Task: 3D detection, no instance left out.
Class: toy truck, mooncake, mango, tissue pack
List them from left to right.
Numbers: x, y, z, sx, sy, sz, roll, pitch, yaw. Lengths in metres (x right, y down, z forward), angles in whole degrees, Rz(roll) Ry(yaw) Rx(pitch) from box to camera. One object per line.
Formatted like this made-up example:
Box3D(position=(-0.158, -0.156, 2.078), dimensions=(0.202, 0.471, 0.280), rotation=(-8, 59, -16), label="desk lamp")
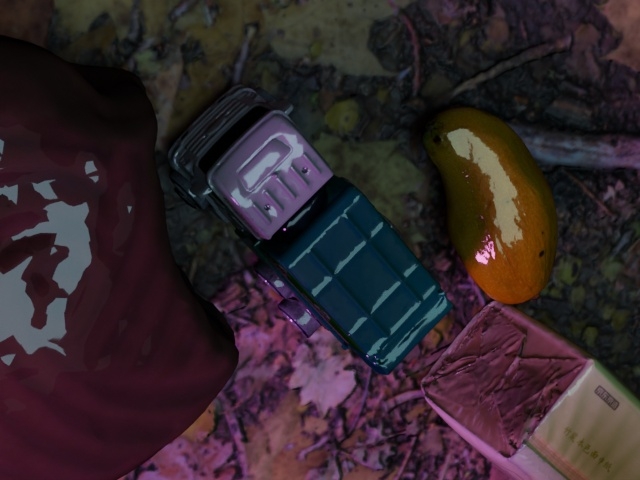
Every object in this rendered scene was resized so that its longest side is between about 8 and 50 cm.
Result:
Box3D(position=(-0.202, 0.031, 0.889), dimensions=(0.333, 0.174, 0.326), rotation=(12, 99, -26), label="mooncake")
Box3D(position=(0.000, 0.000, 0.999), dimensions=(0.114, 0.124, 0.253), rotation=(-46, 121, -7), label="toy truck")
Box3D(position=(0.146, -0.030, 1.081), dimensions=(0.098, 0.075, 0.190), rotation=(-32, 110, -18), label="mango")
Box3D(position=(0.224, 0.176, 1.131), dimensions=(0.234, 0.159, 0.125), rotation=(42, 87, -29), label="tissue pack")
